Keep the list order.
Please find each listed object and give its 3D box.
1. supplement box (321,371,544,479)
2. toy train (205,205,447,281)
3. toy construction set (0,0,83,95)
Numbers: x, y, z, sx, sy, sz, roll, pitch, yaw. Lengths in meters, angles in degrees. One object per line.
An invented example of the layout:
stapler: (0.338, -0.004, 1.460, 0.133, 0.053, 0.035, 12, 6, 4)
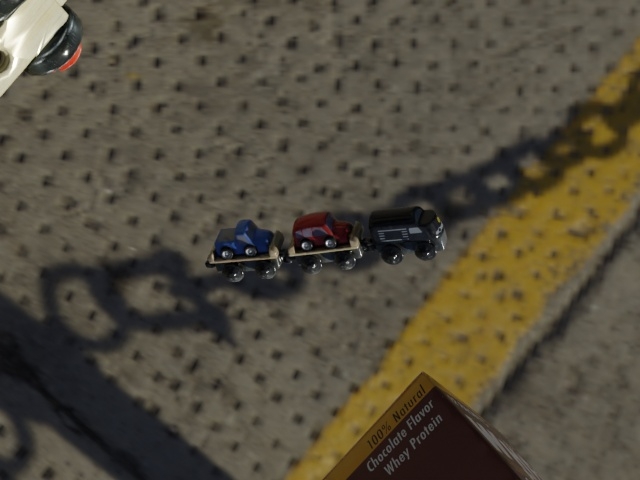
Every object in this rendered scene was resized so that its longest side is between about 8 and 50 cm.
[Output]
supplement box: (0.093, 0.243, 1.367, 0.191, 0.194, 0.129, -47, 131, 4)
toy train: (0.000, 0.000, 1.145, 0.158, 0.027, 0.036, -7, 123, 18)
toy construction set: (-0.274, -0.129, 1.125, 0.151, 0.215, 0.328, 26, 94, -50)
